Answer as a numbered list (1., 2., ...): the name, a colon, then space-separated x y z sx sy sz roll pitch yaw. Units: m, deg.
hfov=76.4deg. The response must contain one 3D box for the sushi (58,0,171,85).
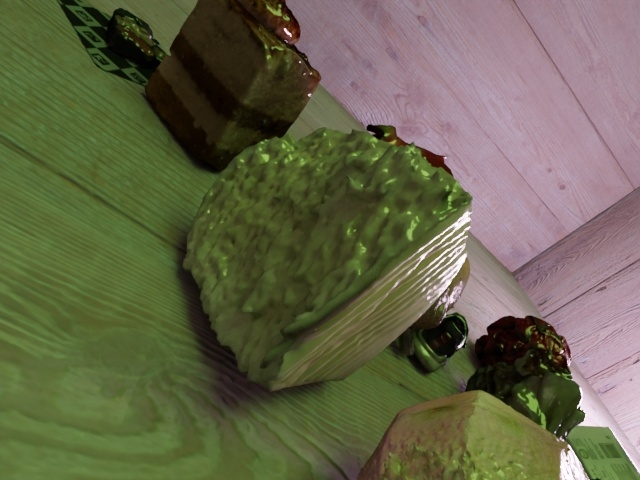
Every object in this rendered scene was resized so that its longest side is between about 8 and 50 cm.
1. sushi: -0.342 -0.373 0.764 0.219 0.047 0.231 55 23 17

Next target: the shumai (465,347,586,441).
1. shumai: 0.403 0.327 0.781 0.189 0.218 0.256 37 22 -3

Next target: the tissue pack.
1. tissue pack: 0.645 0.575 0.944 0.159 0.145 0.229 5 36 -13

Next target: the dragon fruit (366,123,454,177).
1. dragon fruit: 0.062 -0.060 0.715 0.226 0.305 0.305 17 35 -30

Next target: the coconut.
1. coconut: 0.142 0.264 0.371 0.233 0.233 0.245 53 23 11

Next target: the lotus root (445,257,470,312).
1. lotus root: 0.273 0.084 0.973 0.151 0.169 0.343 52 28 10

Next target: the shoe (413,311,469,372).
1. shoe: 0.264 0.201 0.853 0.099 0.112 0.227 55 25 19

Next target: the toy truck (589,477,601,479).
1. toy truck: 0.534 0.573 0.735 0.224 0.147 0.165 -103 168 -55

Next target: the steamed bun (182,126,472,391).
1. steamed bun: 0.000 0.000 0.489 0.272 0.290 0.273 55 4 30

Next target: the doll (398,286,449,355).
1. doll: 0.182 0.103 0.761 0.105 0.115 0.221 45 58 -58

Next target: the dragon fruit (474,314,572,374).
1. dragon fruit: 0.525 0.305 1.093 0.234 0.234 0.293 48 -9 -1

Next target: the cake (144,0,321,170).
1. cake: -0.124 -0.286 0.704 0.198 0.293 0.196 50 22 15
